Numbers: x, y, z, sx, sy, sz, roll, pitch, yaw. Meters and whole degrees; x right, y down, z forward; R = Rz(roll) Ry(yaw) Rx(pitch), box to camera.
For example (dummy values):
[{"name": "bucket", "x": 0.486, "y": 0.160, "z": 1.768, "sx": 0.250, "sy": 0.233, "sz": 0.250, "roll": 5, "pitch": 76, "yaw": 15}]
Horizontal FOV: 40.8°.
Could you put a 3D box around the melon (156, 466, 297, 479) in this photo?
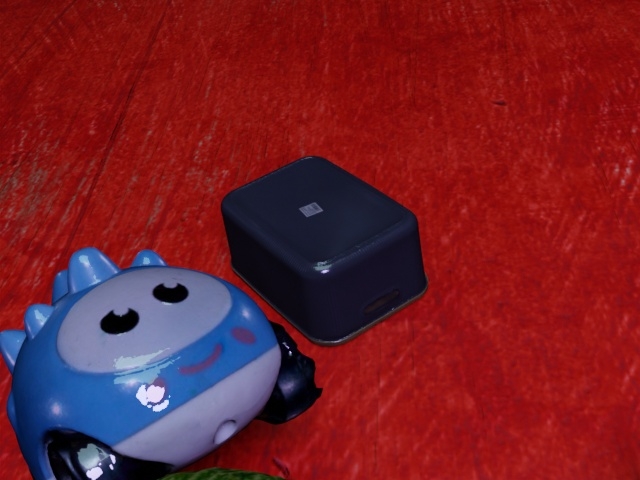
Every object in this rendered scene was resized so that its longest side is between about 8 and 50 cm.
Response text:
[{"name": "melon", "x": -0.040, "y": 0.309, "z": 0.389, "sx": 0.331, "sy": 0.226, "sz": 0.343, "roll": 32, "pitch": 38, "yaw": 10}]

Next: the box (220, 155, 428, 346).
[{"name": "box", "x": 0.000, "y": 0.000, "z": 0.866, "sx": 0.144, "sy": 0.090, "sz": 0.201, "roll": -27, "pitch": 39, "yaw": -22}]

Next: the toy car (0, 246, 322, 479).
[{"name": "toy car", "x": -0.140, "y": 0.097, "z": 0.640, "sx": 0.188, "sy": 0.190, "sz": 0.255, "roll": -30, "pitch": 0, "yaw": -30}]
